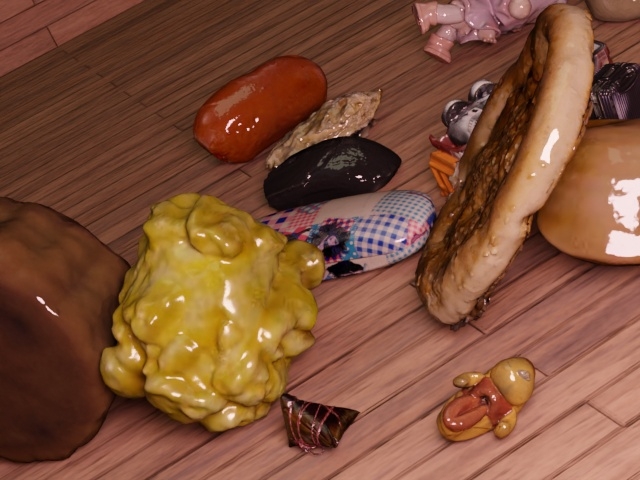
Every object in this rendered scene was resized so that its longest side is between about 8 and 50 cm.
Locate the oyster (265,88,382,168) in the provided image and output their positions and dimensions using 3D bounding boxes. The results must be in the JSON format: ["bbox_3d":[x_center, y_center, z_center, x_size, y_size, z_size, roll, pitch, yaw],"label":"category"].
[{"bbox_3d":[0.000,-0.179,2.006,0.209,0.072,0.133,-18,24,19],"label":"oyster"}]

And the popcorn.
[{"bbox_3d":[-0.116,0.089,1.423,0.235,0.242,0.250,155,136,-74],"label":"popcorn"}]

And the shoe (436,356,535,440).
[{"bbox_3d":[0.164,0.159,1.221,0.109,0.072,0.069,-18,-13,4],"label":"shoe"}]

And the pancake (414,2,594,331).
[{"bbox_3d":[0.200,-0.080,1.388,0.382,0.071,0.382,-157,90,-85],"label":"pancake"}]

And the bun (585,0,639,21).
[{"bbox_3d":[0.498,-0.428,1.983,0.173,0.113,0.166,-27,26,1],"label":"bun"}]

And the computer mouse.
[{"bbox_3d":[0.012,-0.107,1.854,0.217,0.073,0.122,-11,29,29],"label":"computer mouse"}]

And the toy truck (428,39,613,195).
[{"bbox_3d":[0.272,-0.158,1.663,0.270,0.135,0.114,-34,29,-10],"label":"toy truck"}]

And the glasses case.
[{"bbox_3d":[0.000,0.000,1.656,0.327,0.076,0.125,-10,31,27],"label":"glasses case"}]

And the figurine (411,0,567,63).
[{"bbox_3d":[0.288,-0.400,2.095,0.276,0.133,0.200,-26,9,-4],"label":"figurine"}]

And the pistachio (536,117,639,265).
[{"bbox_3d":[0.365,-0.052,1.354,0.260,0.163,0.212,-4,50,12],"label":"pistachio"}]

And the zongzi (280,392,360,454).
[{"bbox_3d":[0.001,0.198,1.310,0.083,0.067,0.073,-5,20,2],"label":"zongzi"}]

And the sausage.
[{"bbox_3d":[-0.099,-0.227,2.120,0.258,0.133,0.133,-34,27,-18],"label":"sausage"}]

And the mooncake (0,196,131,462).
[{"bbox_3d":[-0.374,0.103,1.518,0.324,0.324,0.187,-12,26,26],"label":"mooncake"}]

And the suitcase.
[{"bbox_3d":[0.373,-0.156,1.565,0.059,0.126,0.086,5,39,45],"label":"suitcase"}]
